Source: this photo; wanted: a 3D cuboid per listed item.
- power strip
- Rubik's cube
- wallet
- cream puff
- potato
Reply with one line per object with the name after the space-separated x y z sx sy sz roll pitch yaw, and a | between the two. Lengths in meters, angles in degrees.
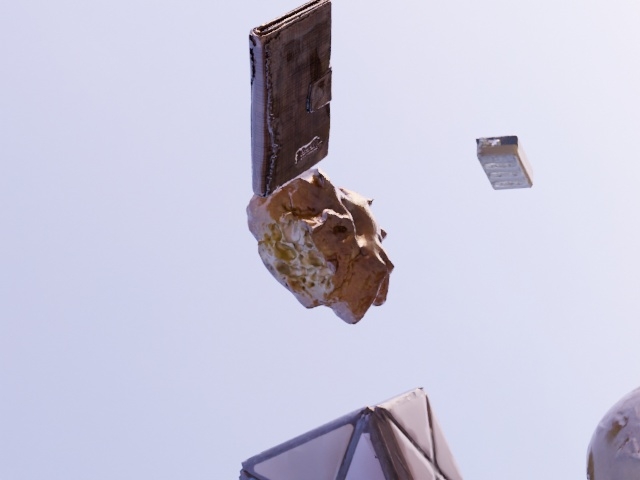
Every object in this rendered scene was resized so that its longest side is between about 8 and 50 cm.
0.242 -0.102 1.457 0.123 0.056 0.032 45 -134 -62 | power strip
0.081 0.473 2.032 0.310 0.307 0.305 65 -160 10 | Rubik's cube
-0.036 -0.166 1.308 0.124 0.042 0.230 -36 -38 -35 | wallet
0.000 0.000 1.739 0.269 0.155 0.241 38 -151 -27 | cream puff
0.440 0.283 1.476 0.116 0.239 0.299 31 -156 -14 | potato
